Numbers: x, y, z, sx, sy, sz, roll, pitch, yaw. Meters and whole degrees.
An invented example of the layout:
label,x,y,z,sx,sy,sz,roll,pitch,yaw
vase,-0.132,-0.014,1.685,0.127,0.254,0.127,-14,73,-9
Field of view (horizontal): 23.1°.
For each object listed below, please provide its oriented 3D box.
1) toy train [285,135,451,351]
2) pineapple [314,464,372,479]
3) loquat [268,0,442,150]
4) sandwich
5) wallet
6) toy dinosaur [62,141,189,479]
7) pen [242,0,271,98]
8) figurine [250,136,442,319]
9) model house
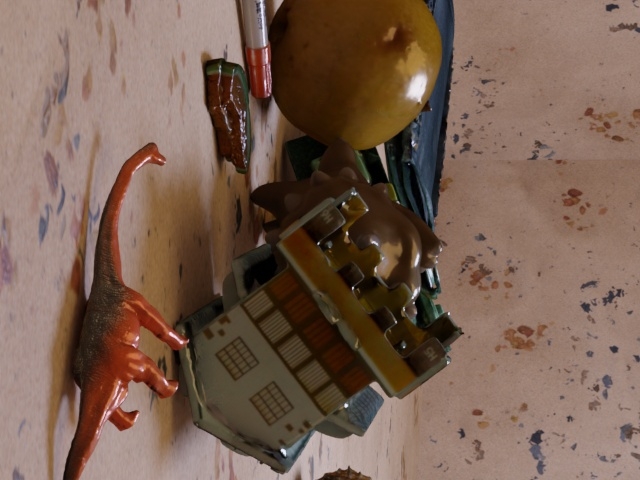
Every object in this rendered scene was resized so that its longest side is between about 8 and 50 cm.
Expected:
label,x,y,z,sx,sy,sz,roll,pitch,yaw
toy train,0.056,0.016,2.010,0.397,0.160,0.253,71,2,-66
pineapple,0.006,0.355,1.983,0.119,0.111,0.237,61,13,4
loquat,0.039,-0.207,1.797,0.208,0.208,0.208,0,90,-82
sandwich,-0.088,-0.131,1.533,0.135,0.029,0.067,81,12,-47
wallet,0.132,-0.201,2.110,0.237,0.075,0.342,62,31,-61
toy dinosaur,-0.137,0.059,1.103,0.101,0.055,0.280,51,37,-41
pen,-0.071,-0.255,1.643,0.028,0.028,0.239,-79,168,-52
figurine,0.004,-0.001,1.659,0.173,0.177,0.247,11,37,-47
model house,-0.009,0.089,1.448,0.198,0.215,0.224,51,10,0
